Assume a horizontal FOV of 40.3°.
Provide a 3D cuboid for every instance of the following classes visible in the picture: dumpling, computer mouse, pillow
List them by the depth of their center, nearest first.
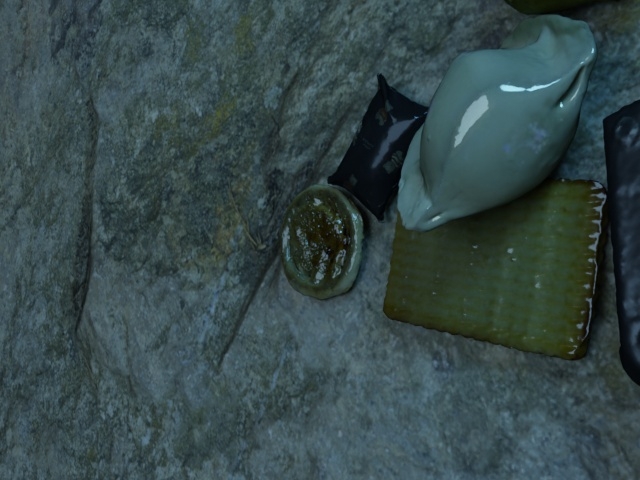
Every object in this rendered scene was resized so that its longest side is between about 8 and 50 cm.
[{"bbox_3d":[0.323,0.001,0.694,0.170,0.100,0.269,-11,72,40],"label":"computer mouse"},{"bbox_3d":[0.160,-0.120,0.860,0.252,0.131,0.179,-53,28,18],"label":"dumpling"},{"bbox_3d":[0.070,-0.107,1.005,0.090,0.048,0.150,47,120,45],"label":"pillow"}]

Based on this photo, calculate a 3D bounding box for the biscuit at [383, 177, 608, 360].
[{"bbox_3d":[0.174,0.017,0.896,0.254,0.029,0.172,9,91,46],"label":"biscuit"}]

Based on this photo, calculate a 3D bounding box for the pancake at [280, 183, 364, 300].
[{"bbox_3d":[0.001,0.000,1.078,0.152,0.025,0.151,-9,78,46],"label":"pancake"}]

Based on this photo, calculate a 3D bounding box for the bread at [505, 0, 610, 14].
[{"bbox_3d":[0.218,-0.266,0.831,0.110,0.103,0.156,-45,46,22],"label":"bread"}]
